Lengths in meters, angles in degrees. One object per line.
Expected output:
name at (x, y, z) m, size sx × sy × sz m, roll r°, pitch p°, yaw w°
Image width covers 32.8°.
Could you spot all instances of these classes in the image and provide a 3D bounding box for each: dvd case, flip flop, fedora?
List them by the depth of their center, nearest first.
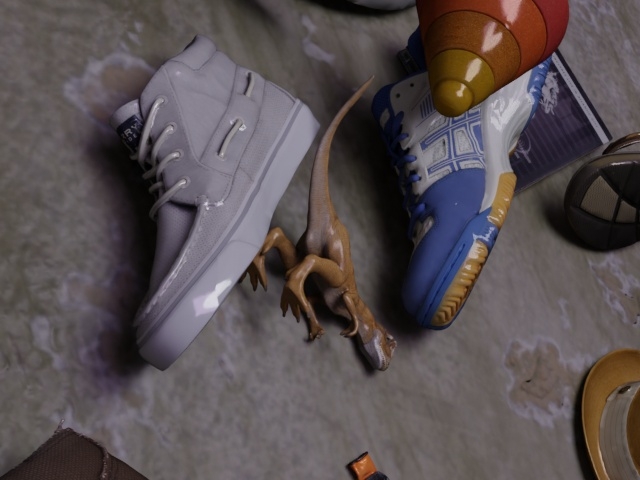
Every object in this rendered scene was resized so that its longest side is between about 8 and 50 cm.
fedora at (0.311, 0.172, 0.942) m, size 0.194 × 0.079 × 0.194 m, roll 20°, pitch 55°, yaw -31°
dvd case at (0.183, -0.136, 1.046) m, size 0.221 × 0.018 × 0.164 m, roll -27°, pitch 84°, yaw -44°
flip flop at (0.322, -0.066, 1.074) m, size 0.277 × 0.112 × 0.080 m, roll -15°, pitch 52°, yaw -41°

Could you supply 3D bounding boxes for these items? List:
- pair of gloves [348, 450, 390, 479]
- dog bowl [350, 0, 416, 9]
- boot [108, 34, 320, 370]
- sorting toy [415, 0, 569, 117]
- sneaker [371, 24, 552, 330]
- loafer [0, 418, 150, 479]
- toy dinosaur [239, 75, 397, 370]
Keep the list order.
pair of gloves at (0.029, 0.193, 0.746) m, size 0.083 × 0.010 × 0.074 m, roll -32°, pitch 88°, yaw -47°
dog bowl at (0.021, -0.380, 0.968) m, size 0.349 × 0.102 × 0.349 m, roll 25°, pitch 49°, yaw -32°
boot at (-0.095, -0.037, 0.725) m, size 0.123 × 0.095 × 0.258 m, roll 36°, pitch 40°, yaw -11°
sorting toy at (0.000, -0.191, 0.791) m, size 0.365 × 0.127 × 0.126 m, roll 27°, pitch 52°, yaw -2°
sneaker at (0.094, -0.064, 0.894) m, size 0.131 × 0.112 × 0.296 m, roll 20°, pitch 57°, yaw 0°
loafer at (-0.213, 0.187, 0.489) m, size 0.130 × 0.134 × 0.366 m, roll 45°, pitch 31°, yaw 21°
toy dinosaur at (0.000, 0.000, 0.780) m, size 0.112 × 0.064 × 0.211 m, roll -29°, pitch 116°, yaw -41°
